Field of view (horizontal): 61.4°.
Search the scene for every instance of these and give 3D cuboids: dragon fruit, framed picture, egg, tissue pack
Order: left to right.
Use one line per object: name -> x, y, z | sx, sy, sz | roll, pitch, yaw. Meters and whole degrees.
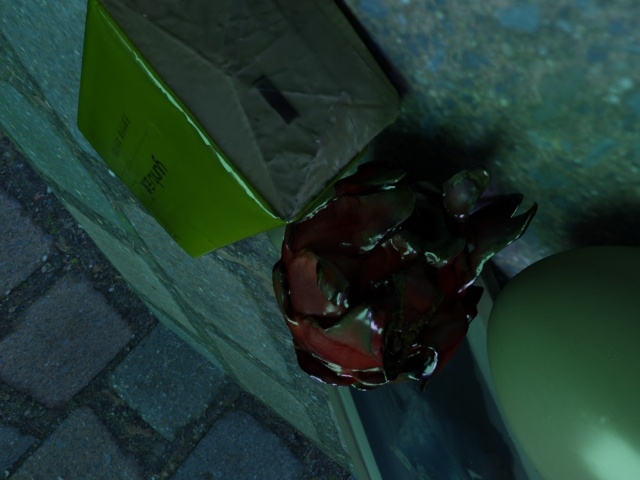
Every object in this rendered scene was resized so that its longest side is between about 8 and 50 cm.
tissue pack -> -0.096, -0.113, 0.493 | 0.200, 0.167, 0.274 | 50, 157, -12
dragon fruit -> 0.056, 0.024, 0.471 | 0.193, 0.192, 0.274 | 45, 144, 21
framed picture -> 0.150, 0.279, 0.585 | 0.326, 0.028, 0.447 | -41, 65, 50
egg -> 0.223, 0.104, 0.351 | 0.241, 0.186, 0.186 | 41, 158, 17

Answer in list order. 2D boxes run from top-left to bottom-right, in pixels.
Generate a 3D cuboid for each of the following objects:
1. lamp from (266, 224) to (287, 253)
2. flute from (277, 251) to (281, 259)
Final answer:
lamp -> 0.000, 0.000, 0.667 | 0.090, 0.091, 0.163 | 21, 163, 41
flute -> -0.053, 0.043, 0.887 | 0.027, 0.027, 0.233 | 29, 154, 28
